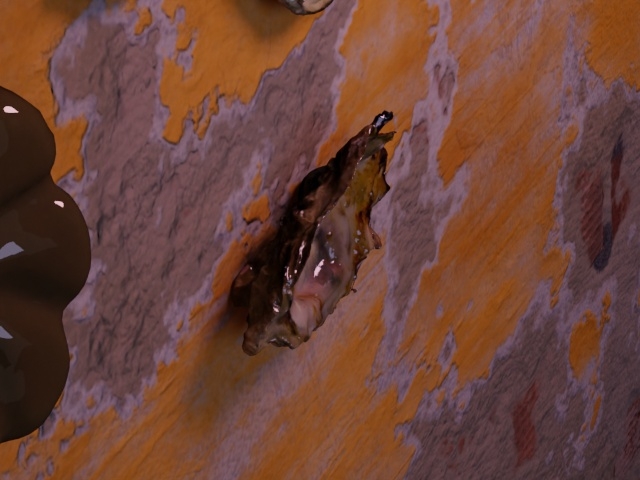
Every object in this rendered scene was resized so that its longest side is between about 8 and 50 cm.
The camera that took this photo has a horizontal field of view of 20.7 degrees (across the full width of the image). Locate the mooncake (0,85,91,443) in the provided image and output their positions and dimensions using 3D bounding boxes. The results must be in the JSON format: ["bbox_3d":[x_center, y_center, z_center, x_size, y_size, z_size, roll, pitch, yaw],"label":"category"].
[{"bbox_3d":[-0.345,0.031,1.325,0.378,0.200,0.378,-35,132,-52],"label":"mooncake"}]

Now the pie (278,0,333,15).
[{"bbox_3d":[0.002,-0.406,1.905,0.337,0.075,0.338,-41,142,-43],"label":"pie"}]

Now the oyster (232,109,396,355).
[{"bbox_3d":[-0.004,0.010,2.071,0.361,0.096,0.221,-61,154,-27],"label":"oyster"}]
